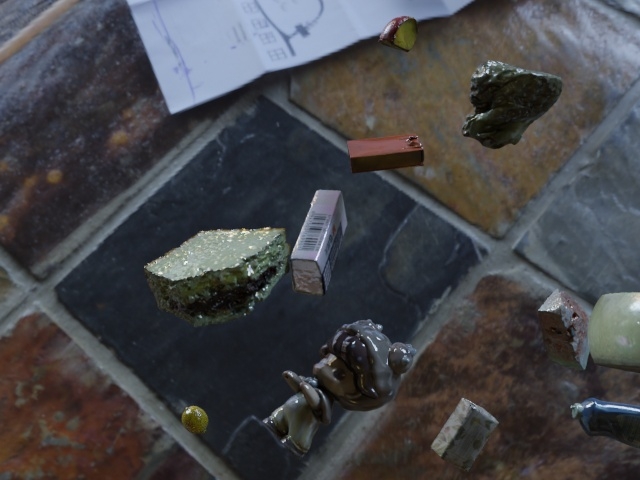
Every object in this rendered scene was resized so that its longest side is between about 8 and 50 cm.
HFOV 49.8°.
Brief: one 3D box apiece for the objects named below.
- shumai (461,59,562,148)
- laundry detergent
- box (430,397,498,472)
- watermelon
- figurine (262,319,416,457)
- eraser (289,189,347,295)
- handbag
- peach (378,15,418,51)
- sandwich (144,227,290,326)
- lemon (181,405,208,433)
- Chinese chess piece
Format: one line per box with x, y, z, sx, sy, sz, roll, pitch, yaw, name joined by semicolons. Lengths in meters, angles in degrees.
0.454;-0.318;1.664;0.189;0.256;0.218;35;115;34;shumai
0.651;0.398;1.515;0.206;0.096;0.061;12;29;6;laundry detergent
0.221;0.298;1.060;0.062;0.045;0.098;31;89;-19;box
0.574;0.191;1.607;0.094;0.241;0.154;18;74;43;watermelon
0.045;0.349;1.648;0.381;0.203;0.248;-39;25;-15;figurine
0.000;0.000;1.786;0.086;0.130;0.287;5;43;15;eraser
0.169;-0.227;1.787;0.190;0.062;0.127;-5;27;1;handbag
0.142;-0.383;1.289;0.050;0.077;0.083;27;58;25;peach
-0.237;0.079;1.585;0.262;0.131;0.325;-1;20;21;sandwich
-0.315;0.454;1.737;0.062;0.062;0.083;-36;102;-11;lemon
0.453;0.127;0.852;0.238;0.238;0.092;9;81;11;Chinese chess piece
